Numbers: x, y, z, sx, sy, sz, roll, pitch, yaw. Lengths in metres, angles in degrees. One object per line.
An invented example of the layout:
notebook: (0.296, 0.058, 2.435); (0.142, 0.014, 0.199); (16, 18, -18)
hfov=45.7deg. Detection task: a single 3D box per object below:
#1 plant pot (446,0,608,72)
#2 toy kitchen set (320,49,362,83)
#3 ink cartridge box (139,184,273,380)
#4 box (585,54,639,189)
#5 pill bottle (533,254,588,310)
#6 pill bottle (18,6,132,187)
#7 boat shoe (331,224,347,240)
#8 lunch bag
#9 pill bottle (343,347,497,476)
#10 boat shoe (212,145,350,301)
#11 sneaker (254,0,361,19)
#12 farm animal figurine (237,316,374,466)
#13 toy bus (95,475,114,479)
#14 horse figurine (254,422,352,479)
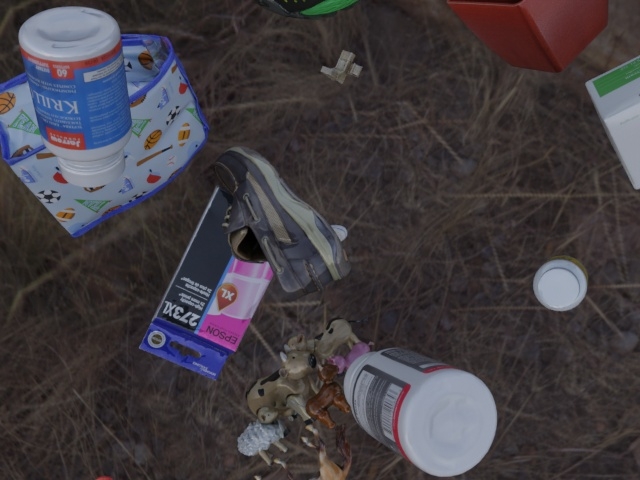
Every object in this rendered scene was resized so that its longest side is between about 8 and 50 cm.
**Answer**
plant pot: (0.510, -0.545, 1.769); (0.267, 0.267, 0.236); (-45, 121, -7)
toy kitchen set: (0.060, -0.459, 1.990); (0.068, 0.075, 0.083); (26, 95, 29)
ink cartridge box: (-0.206, 0.092, 1.514); (0.175, 0.069, 0.371); (26, 96, -12)
box: (0.343, -0.129, 0.776); (0.101, 0.102, 0.087); (-26, 33, 22)
pill bottle: (0.549, 0.098, 1.736); (0.117, 0.208, 0.118); (1, 94, 21)
pill bottle: (-0.317, -0.183, 1.011); (0.124, 0.222, 0.124); (2, 43, -2)
boat shoe: (0.000, 0.000, 1.349); (0.100, 0.035, 0.035); (-11, 29, 24)
lunch bag: (-0.442, -0.239, 1.595); (0.385, 0.328, 0.239); (-28, 66, -6)
pill bottle: (0.158, 0.289, 1.360); (0.176, 0.318, 0.177); (-1, 93, -20)
boat shoe: (-0.097, -0.034, 1.203); (0.130, 0.132, 0.355); (-36, 44, -11)
sneaker: (0.035, -0.334, 0.602); (0.134, 0.146, 0.344); (29, 86, 11)
farm animal figurine: (-0.046, 0.307, 1.721); (0.326, 0.330, 0.172); (-38, 98, 18)
toy bus: (-0.257, 0.416, 0.949); (0.149, 0.220, 0.212); (-4, 50, -4)
horse figurine: (-0.019, 0.514, 1.637); (0.263, 0.066, 0.174); (-45, 69, 9)
